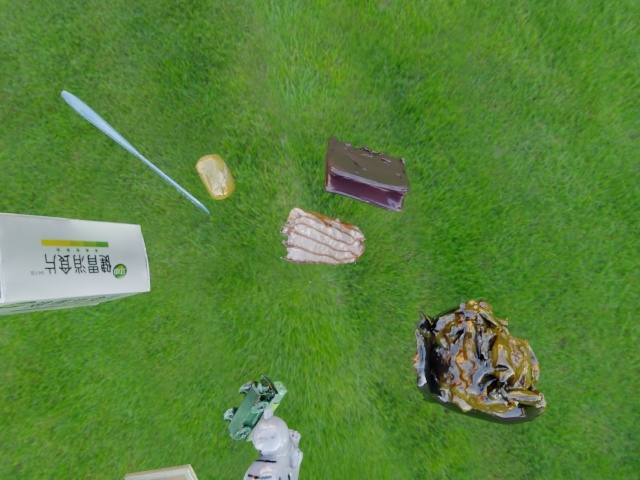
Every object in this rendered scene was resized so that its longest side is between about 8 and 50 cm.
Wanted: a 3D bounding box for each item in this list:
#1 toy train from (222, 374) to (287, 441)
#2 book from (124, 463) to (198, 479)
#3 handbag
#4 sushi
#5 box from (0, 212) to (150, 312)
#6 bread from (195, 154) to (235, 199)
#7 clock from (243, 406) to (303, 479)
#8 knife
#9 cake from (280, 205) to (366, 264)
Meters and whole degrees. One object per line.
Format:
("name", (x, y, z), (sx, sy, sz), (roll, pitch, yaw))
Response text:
("toy train", (-0.160, 0.426, 1.380), (0.083, 0.132, 0.200), (53, 123, 35))
("book", (-0.310, 0.600, 1.189), (0.170, 0.018, 0.242), (-16, 107, 18))
("handbag", (0.107, -0.161, 1.301), (0.203, 0.216, 0.074), (15, 121, -9))
("sushi", (0.274, 0.214, 0.946), (0.204, 0.200, 0.213), (-12, 72, 24))
("box", (-0.486, 0.046, 0.963), (0.173, 0.333, 0.145), (-16, 81, 24))
("bread", (-0.254, -0.161, 1.344), (0.082, 0.056, 0.115), (-34, 100, -47))
("clock", (-0.095, 0.412, 1.005), (0.080, 0.117, 0.176), (-10, 42, 23))
("knife", (-0.308, -0.141, 0.930), (0.313, 0.044, 0.019), (42, 75, -25))
("cake", (0.002, -0.006, 1.107), (0.135, 0.287, 0.098), (26, 102, 21))
